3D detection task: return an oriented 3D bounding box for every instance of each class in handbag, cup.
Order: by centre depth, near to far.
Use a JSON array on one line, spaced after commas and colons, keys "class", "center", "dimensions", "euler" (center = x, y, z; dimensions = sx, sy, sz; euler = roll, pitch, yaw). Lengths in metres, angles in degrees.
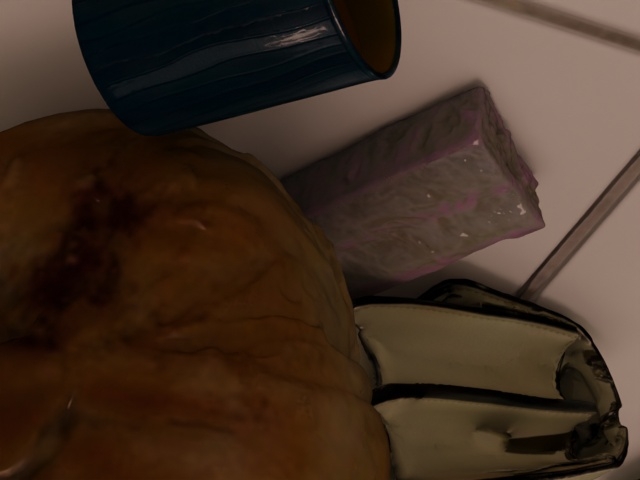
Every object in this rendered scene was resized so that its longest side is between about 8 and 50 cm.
[{"class": "cup", "center": [-0.037, -0.110, 0.785], "dimensions": [0.138, 0.113, 0.150], "euler": [-14, 138, 21]}, {"class": "handbag", "center": [0.020, 0.177, 1.105], "dimensions": [0.236, 0.160, 0.358], "euler": [9, 146, -39]}]

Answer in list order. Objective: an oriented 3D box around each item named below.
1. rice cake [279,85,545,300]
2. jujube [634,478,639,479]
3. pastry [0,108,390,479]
[{"class": "rice cake", "center": [0.002, 0.000, 0.974], "dimensions": [0.298, 0.050, 0.106], "euler": [-23, 136, 28]}, {"class": "jujube", "center": [0.293, 0.223, 1.213], "dimensions": [0.166, 0.104, 0.104], "euler": [-20, 138, 36]}, {"class": "pastry", "center": [-0.147, 0.125, 0.843], "dimensions": [0.409, 0.410, 0.245], "euler": [-9, 150, 13]}]
